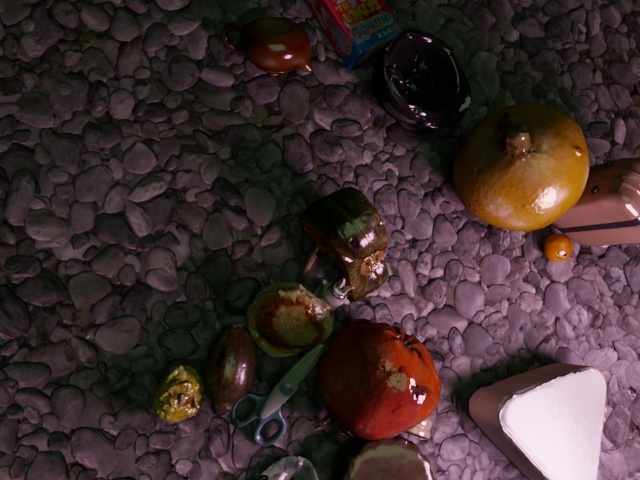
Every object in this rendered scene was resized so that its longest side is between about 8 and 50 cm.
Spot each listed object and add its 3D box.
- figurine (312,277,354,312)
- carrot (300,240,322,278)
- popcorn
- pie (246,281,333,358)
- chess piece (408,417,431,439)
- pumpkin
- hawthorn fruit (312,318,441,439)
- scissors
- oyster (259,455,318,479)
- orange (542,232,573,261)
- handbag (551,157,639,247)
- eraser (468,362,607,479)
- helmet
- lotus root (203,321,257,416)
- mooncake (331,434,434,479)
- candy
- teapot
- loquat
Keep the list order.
[{"bbox_3d":[0.028,0.143,1.167,0.081,0.146,0.098,23,77,-10],"label":"figurine"},{"bbox_3d":[0.000,0.000,1.241,0.048,0.048,0.216,27,79,-8],"label":"carrot"},{"bbox_3d":[-0.304,0.337,1.070,0.106,0.116,0.121,35,39,-10],"label":"popcorn"},{"bbox_3d":[-0.077,0.186,1.128,0.179,0.205,0.084,57,30,-11],"label":"pie"},{"bbox_3d":[0.241,0.389,1.206,0.094,0.094,0.171,22,73,-9],"label":"chess piece"},{"bbox_3d":[0.062,0.004,1.201,0.139,0.281,0.190,-34,56,-16],"label":"pumpkin"},{"bbox_3d":[0.104,0.329,1.106,0.307,0.276,0.276,-42,92,9],"label":"hawthorn fruit"},{"bbox_3d":[-0.082,0.336,1.113,0.138,0.041,0.289,39,99,-1],"label":"scissors"},{"bbox_3d":[-0.089,0.619,1.083,0.199,0.087,0.252,-11,75,-6],"label":"oyster"},{"bbox_3d":[0.665,0.020,1.381,0.083,0.083,0.084,2,80,-13],"label":"orange"},{"bbox_3d":[0.782,-0.075,1.317,0.283,0.302,0.149,33,76,-12],"label":"handbag"},{"bbox_3d":[0.538,0.451,1.239,0.330,0.150,0.332,2,81,-16],"label":"eraser"},{"bbox_3d":[0.251,-0.410,1.315,0.278,0.160,0.231,34,74,-21],"label":"helmet"},{"bbox_3d":[-0.200,0.285,1.098,0.120,0.120,0.210,11,74,-12],"label":"lotus root"},{"bbox_3d":[0.141,0.555,1.136,0.228,0.124,0.229,1,83,-9],"label":"mooncake"},{"bbox_3d":[0.073,-0.641,1.344,0.157,0.100,0.306,-31,90,-17],"label":"candy"},{"bbox_3d":[-0.137,-0.489,1.259,0.251,0.135,0.178,16,41,8],"label":"teapot"},{"bbox_3d":[0.499,-0.194,1.233,0.328,0.359,0.329,-7,71,20],"label":"loquat"}]
